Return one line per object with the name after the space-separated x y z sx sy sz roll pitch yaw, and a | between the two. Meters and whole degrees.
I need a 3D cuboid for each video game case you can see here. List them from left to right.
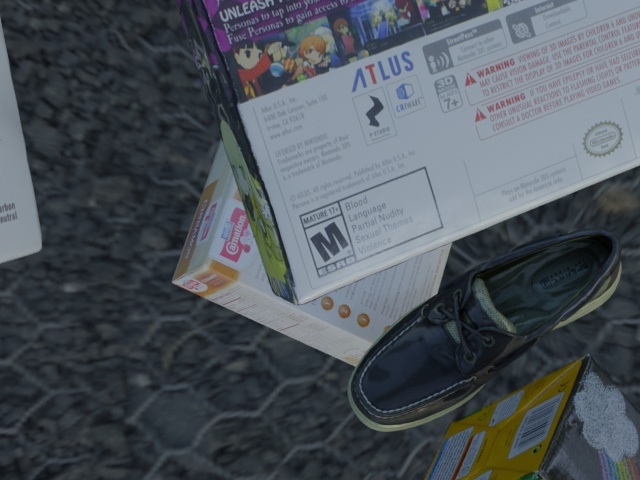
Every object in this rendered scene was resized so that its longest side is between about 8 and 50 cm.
0.056 -0.113 0.666 0.232 0.042 0.210 -22 103 -16 | video game case

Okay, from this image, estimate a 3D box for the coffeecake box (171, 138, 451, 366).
0.000 0.000 1.289 0.185 0.068 0.142 26 67 -20 | coffeecake box

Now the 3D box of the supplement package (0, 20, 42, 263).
-0.171 -0.098 0.358 0.139 0.134 0.244 -7 96 26 | supplement package

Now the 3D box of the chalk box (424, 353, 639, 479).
0.178 0.209 1.121 0.132 0.132 0.213 -32 105 37 | chalk box

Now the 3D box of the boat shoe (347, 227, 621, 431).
0.115 0.053 1.196 0.223 0.073 0.080 -30 71 -8 | boat shoe
